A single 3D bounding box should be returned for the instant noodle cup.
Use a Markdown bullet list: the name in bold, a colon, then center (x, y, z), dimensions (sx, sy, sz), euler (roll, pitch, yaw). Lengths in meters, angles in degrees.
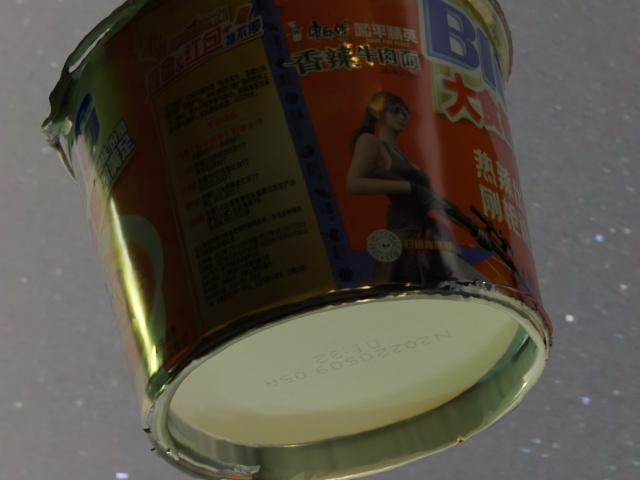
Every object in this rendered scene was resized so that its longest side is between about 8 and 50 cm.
- **instant noodle cup**: center (0.000, 0.000, 0.831), dimensions (0.296, 0.296, 0.214), euler (-33, -127, 27)
